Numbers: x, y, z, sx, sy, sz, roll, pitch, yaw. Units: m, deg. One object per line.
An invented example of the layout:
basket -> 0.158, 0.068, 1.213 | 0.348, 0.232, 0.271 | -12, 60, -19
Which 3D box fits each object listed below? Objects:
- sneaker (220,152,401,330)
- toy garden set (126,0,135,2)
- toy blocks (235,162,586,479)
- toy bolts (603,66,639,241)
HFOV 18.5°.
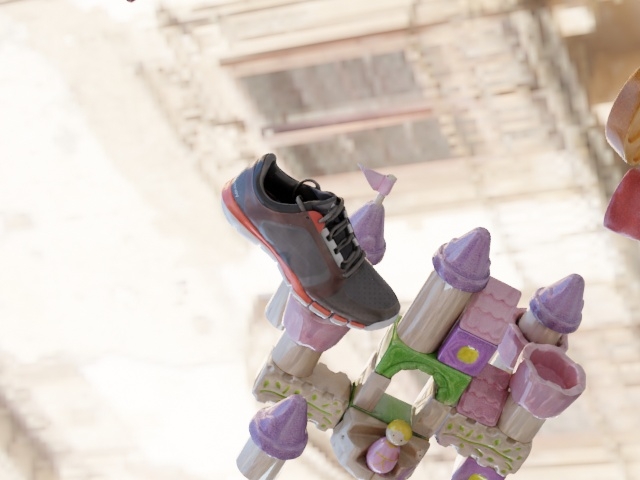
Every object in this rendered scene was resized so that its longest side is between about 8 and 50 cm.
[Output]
sneaker -> 0.000, 0.000, 1.395 | 0.158, 0.065, 0.061 | 40, -141, -2
toy garden set -> -0.158, -0.385, 2.049 | 0.049, 0.204, 0.244 | 21, -136, -54
toy blocks -> 0.103, 0.098, 1.731 | 0.289, 0.260, 0.309 | 26, -146, -8
toy bolts -> 0.355, -0.057, 1.727 | 0.218, 0.158, 0.228 | -21, -42, -47
